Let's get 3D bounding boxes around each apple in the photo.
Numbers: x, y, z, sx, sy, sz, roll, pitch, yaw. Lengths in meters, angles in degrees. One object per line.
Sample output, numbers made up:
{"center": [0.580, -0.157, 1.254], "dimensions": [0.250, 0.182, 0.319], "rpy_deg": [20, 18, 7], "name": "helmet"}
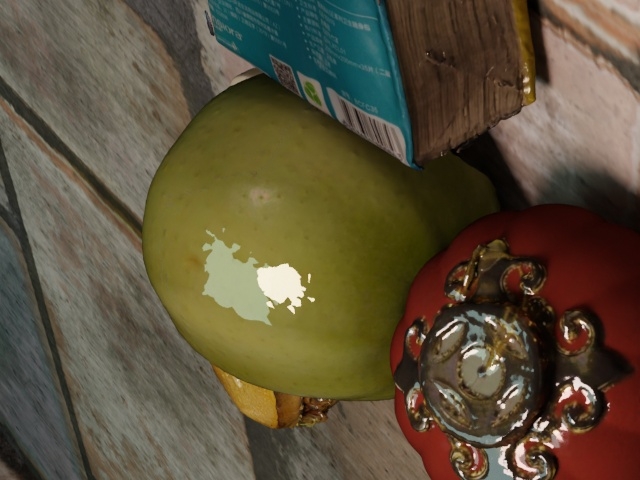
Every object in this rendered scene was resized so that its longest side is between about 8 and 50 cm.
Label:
{"center": [0.000, 0.000, 1.416], "dimensions": [0.279, 0.279, 0.279], "rpy_deg": [48, 155, 31], "name": "apple"}

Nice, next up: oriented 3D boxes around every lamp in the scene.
{"center": [0.158, 0.088, 1.259], "dimensions": [0.227, 0.227, 0.227], "rpy_deg": [48, 155, 31], "name": "lamp"}

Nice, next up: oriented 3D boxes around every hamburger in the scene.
{"center": [-0.042, 0.099, 1.823], "dimensions": [0.191, 0.118, 0.182], "rpy_deg": [39, 153, 51], "name": "hamburger"}

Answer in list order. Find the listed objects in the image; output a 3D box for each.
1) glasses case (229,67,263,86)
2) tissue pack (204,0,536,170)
{"center": [-0.019, -0.059, 1.591], "dimensions": [0.083, 0.050, 0.196], "rpy_deg": [10, 124, 57], "name": "glasses case"}
{"center": [0.023, -0.194, 1.291], "dimensions": [0.271, 0.134, 0.192], "rpy_deg": [37, 147, 46], "name": "tissue pack"}
